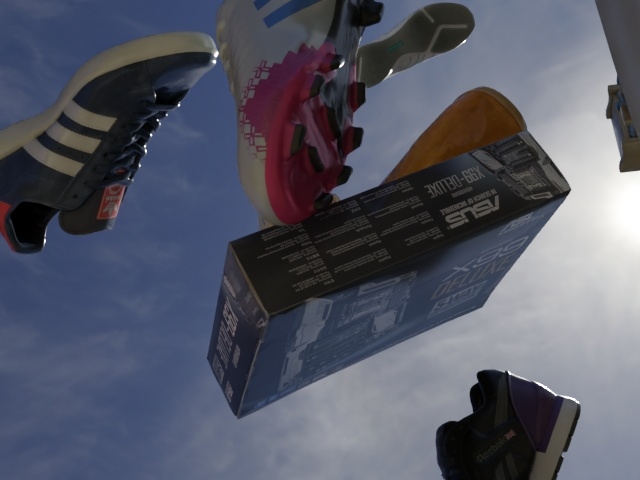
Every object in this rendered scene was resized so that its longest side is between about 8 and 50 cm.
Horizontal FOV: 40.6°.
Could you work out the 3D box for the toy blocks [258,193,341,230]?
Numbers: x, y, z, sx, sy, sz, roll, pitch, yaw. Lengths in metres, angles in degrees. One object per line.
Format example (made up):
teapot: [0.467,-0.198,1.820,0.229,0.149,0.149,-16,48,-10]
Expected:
toy blocks: [0.000,0.000,1.154,0.148,0.054,0.123,-7,-102,-20]

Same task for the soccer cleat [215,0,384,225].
soccer cleat: [-0.034,-0.148,0.737,0.116,0.143,0.331,62,-146,-48]

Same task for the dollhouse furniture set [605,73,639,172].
dollhouse furniture set: [0.496,-0.212,1.259,0.183,0.129,0.129,72,-164,-50]

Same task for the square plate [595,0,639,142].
square plate: [0.222,-0.135,0.506,0.344,0.049,0.347,49,-152,-66]

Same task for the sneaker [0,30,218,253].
sneaker: [-0.235,-0.095,0.951,0.131,0.350,0.148,-9,-107,-61]

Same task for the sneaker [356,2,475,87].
sneaker: [0.091,-0.211,0.928,0.152,0.061,0.053,-25,-82,3]

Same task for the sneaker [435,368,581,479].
sneaker: [0.158,0.251,0.872,0.283,0.124,0.107,-55,-13,-42]

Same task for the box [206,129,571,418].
box: [0.053,0.036,0.812,0.307,0.076,0.242,-21,-23,-23]

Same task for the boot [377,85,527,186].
boot: [0.110,-0.046,1.009,0.211,0.295,0.104,-41,-95,-19]
